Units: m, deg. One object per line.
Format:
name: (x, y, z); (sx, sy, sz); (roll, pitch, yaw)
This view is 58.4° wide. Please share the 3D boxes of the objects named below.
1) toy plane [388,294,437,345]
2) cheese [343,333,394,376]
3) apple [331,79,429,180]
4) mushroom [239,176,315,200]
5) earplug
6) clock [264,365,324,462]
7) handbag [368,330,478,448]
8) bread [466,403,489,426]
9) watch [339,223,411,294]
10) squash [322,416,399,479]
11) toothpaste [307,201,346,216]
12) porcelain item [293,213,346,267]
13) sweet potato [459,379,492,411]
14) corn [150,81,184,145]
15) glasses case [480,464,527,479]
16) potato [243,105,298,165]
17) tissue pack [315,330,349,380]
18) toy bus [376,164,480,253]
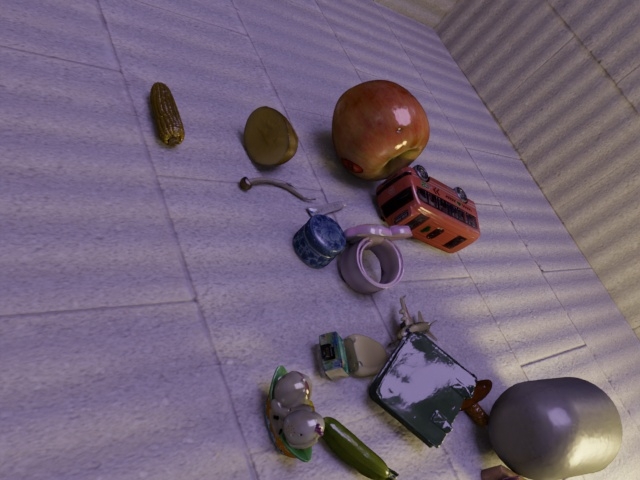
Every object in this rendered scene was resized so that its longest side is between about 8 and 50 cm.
toy plane: (0.303, 0.293, 1.850); (0.256, 0.104, 0.242); (-8, 65, -52)
cheese: (0.174, 0.345, 1.721); (0.251, 0.054, 0.127); (9, 55, -41)
apple: (0.221, -0.426, 2.203); (0.391, 0.391, 0.347); (-5, 60, -47)
mushroom: (-0.142, -0.177, 1.901); (0.306, 0.043, 0.068); (6, 70, -44)
earplug: (0.717, 0.597, 1.806); (0.394, 0.312, 0.313); (9, 51, -40)
clock: (-0.061, 0.405, 1.354); (0.103, 0.144, 0.231); (5, 53, -44)
handbag: (0.298, 0.425, 1.649); (0.260, 0.079, 0.247); (39, 64, 0)
bread: (0.490, 0.537, 1.863); (0.157, 0.044, 0.052); (50, 31, 3)
watch: (0.181, 0.066, 1.902); (0.248, 0.211, 0.218); (3, 72, -34)
squash: (0.089, 0.537, 1.446); (0.252, 0.066, 0.066); (42, 37, -6)
toothpaste: (0.025, -0.112, 2.011); (0.190, 0.031, 0.048); (-18, 73, -47)
porcelain item: (0.000, 0.000, 1.812); (0.147, 0.114, 0.147); (26, 41, -25)
sweet potato: (0.389, 0.477, 1.765); (0.359, 0.112, 0.112); (10, 50, -27)
corn: (-0.466, -0.383, 1.735); (0.080, 0.080, 0.231); (7, 50, -41)
glasses case: (0.587, 0.748, 1.721); (0.193, 0.102, 0.070); (34, 45, -17)
potato: (-0.149, -0.342, 1.950); (0.203, 0.178, 0.158); (44, 18, 19)
tissue pack: (0.027, 0.322, 1.581); (0.085, 0.079, 0.111); (59, 17, -54)
toy bus: (0.430, -0.112, 2.273); (0.426, 0.203, 0.233); (21, 49, -34)
